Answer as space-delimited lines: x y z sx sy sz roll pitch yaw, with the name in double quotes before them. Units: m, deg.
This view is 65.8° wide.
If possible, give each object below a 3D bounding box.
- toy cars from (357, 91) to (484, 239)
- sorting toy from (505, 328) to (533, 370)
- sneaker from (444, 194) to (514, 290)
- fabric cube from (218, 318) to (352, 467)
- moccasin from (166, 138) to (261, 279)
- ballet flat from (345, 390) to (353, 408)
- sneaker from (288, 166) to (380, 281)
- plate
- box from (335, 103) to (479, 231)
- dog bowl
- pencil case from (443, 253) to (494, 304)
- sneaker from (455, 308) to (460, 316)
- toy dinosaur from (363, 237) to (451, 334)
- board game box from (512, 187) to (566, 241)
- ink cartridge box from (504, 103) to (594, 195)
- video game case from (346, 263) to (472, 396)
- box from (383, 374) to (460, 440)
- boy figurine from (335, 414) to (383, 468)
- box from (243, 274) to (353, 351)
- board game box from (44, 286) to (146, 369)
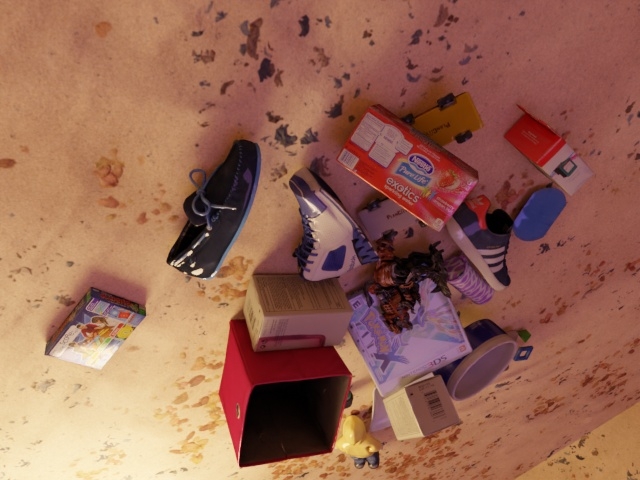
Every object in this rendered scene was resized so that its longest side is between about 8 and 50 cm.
"toy cars" 0.220 -0.160 1.112 0.176 0.087 0.394 26 122 10
"sorting toy" 0.599 0.405 1.762 0.347 0.047 0.196 -14 126 -13
"sneaker" 0.464 0.009 1.327 0.148 0.131 0.350 -37 131 15
"fabric cube" -0.104 0.372 1.268 0.258 0.258 0.254 1 115 -24
"moccasin" -0.221 -0.050 0.993 0.116 0.138 0.342 14 119 -26
"ballet flat" 0.016 0.553 1.621 0.203 0.074 0.074 -21 132 -9
"sneaker" 0.001 0.001 1.130 0.182 0.127 0.315 -36 133 5
"plate" 0.303 0.551 1.755 0.277 0.045 0.278 -12 130 -13
"box" 0.177 -0.151 1.000 0.256 0.122 0.128 35 114 4
"dog bowl" 0.485 0.378 1.566 0.264 0.104 0.265 -22 136 -22
"pencil case" 0.427 0.113 1.430 0.088 0.086 0.206 -51 131 5
"sneaker" 0.311 0.292 1.508 0.275 0.110 0.107 -40 147 -3
"toy dinosaur" 0.212 0.091 1.264 0.218 0.164 0.322 -8 130 10
"board game box" 0.602 -0.078 1.384 0.133 0.033 0.169 15 115 -26
"ink cartridge box" 0.532 -0.214 1.175 0.231 0.134 0.078 26 114 -35
"video game case" 0.240 0.245 1.398 0.299 0.036 0.329 -27 106 -1
"box" 0.299 0.522 1.523 0.121 0.148 0.311 -16 160 -12
"boy figurine" 0.132 0.739 1.802 0.177 0.092 0.285 -8 131 17
"box" -0.060 0.176 1.231 0.232 0.149 0.127 2 126 -23
"board game box" -0.518 0.207 1.142 0.136 0.035 0.201 31 110 -38
